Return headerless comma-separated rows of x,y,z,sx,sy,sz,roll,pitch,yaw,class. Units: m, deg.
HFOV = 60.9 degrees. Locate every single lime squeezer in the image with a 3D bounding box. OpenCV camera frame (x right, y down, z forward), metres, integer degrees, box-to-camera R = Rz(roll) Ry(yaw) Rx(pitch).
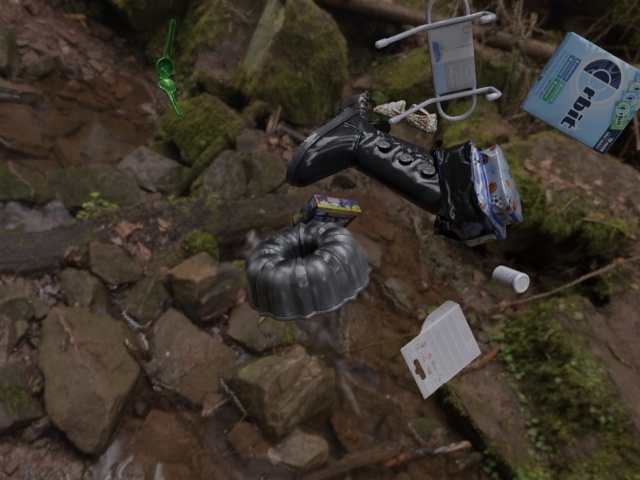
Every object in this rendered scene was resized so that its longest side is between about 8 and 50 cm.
-0.465,-0.514,1.693,0.059,0.110,0.310,7,74,-55,lime squeezer

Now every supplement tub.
0.649,0.132,1.857,0.071,0.070,0.107,9,9,-27,supplement tub

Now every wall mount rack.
0.305,-0.454,1.424,0.304,0.349,0.130,-12,28,6,wall mount rack

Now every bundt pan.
-0.043,0.054,1.373,0.331,0.124,0.330,-11,27,6,bundt pan

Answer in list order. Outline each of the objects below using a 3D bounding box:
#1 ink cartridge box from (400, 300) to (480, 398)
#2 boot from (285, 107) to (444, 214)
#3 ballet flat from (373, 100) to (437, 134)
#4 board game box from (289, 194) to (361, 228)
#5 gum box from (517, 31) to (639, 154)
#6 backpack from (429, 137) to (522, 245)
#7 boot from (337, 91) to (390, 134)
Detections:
0.329,0.305,1.529,0.225,0.056,0.181,-33,108,-17,ink cartridge box
0.171,-0.197,1.655,0.445,0.146,0.367,35,63,17,boot
0.300,-0.441,1.891,0.241,0.077,0.091,26,25,21,ballet flat
0.015,-0.073,1.649,0.170,0.141,0.048,5,54,-39,board game box
0.499,-0.274,1.025,0.184,0.156,0.041,29,21,-4,gum box
0.418,-0.115,1.452,0.263,0.213,0.276,43,45,-58,backpack
0.156,-0.471,2.052,0.091,0.263,0.228,40,52,-42,boot
